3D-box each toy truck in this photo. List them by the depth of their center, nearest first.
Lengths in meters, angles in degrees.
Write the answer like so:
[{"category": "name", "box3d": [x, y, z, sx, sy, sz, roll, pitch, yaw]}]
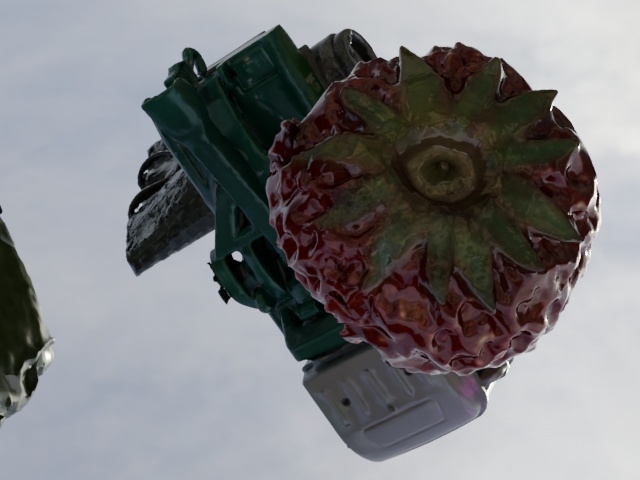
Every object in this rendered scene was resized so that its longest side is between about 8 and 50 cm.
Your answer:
[{"category": "toy truck", "box3d": [0.003, -0.002, 1.098, 0.363, 0.176, 0.178, 54, -153, -15]}]

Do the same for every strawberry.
[{"category": "strawberry", "box3d": [0.067, 0.002, 0.903, 0.205, 0.244, 0.205, 1, -111, -2]}]

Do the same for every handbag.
[{"category": "handbag", "box3d": [-0.114, -0.074, 1.383, 0.089, 0.175, 0.270, 48, -162, -21]}]

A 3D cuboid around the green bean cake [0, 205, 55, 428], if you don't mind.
[{"category": "green bean cake", "box3d": [-0.340, 0.018, 0.810, 0.218, 0.335, 0.319, -25, -170, 20]}]
